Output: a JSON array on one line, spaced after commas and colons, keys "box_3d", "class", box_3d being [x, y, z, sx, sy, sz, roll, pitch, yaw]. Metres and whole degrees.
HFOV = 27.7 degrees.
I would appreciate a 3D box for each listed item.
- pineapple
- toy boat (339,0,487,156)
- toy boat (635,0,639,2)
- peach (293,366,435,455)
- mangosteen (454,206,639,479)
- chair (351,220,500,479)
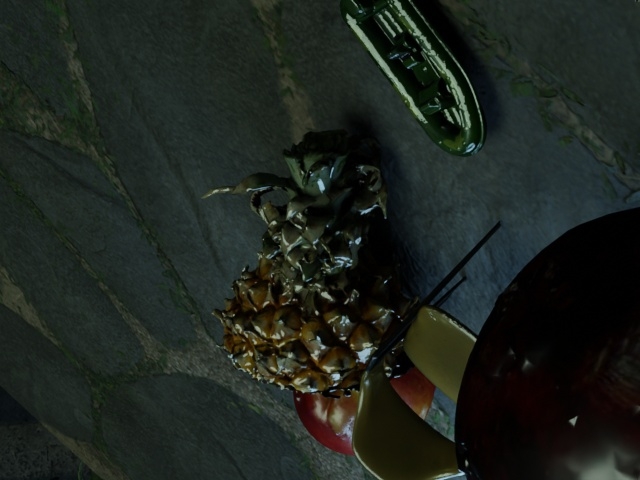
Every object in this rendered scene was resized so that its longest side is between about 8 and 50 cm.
[{"box_3d": [0.000, 0.000, 1.482, 0.262, 0.262, 0.272, 26, 133, 34], "class": "pineapple"}, {"box_3d": [0.096, -0.174, 1.281, 0.210, 0.052, 0.104, 54, 148, -9], "class": "toy boat"}, {"box_3d": [0.196, -0.252, 1.048, 0.200, 0.057, 0.077, 36, 154, 19], "class": "toy boat"}, {"box_3d": [0.055, 0.189, 1.655, 0.197, 0.197, 0.197, 34, 148, 25], "class": "peach"}, {"box_3d": [0.321, 0.148, 1.087, 0.381, 0.421, 0.381, -20, 65, 53], "class": "mangosteen"}, {"box_3d": [0.152, 0.139, 1.383, 0.159, 0.247, 0.172, 42, 149, 10], "class": "chair"}]
